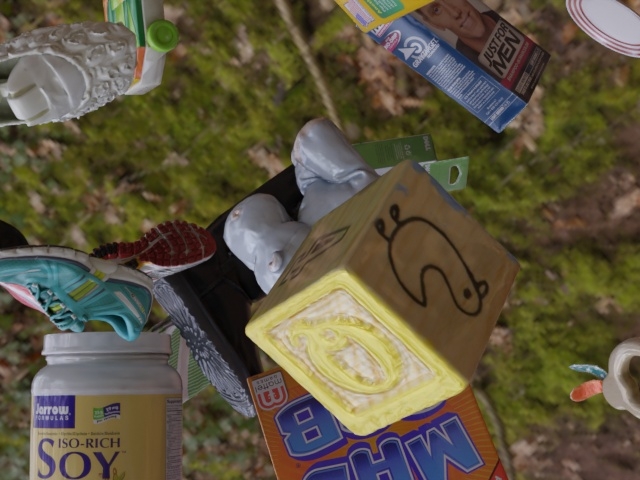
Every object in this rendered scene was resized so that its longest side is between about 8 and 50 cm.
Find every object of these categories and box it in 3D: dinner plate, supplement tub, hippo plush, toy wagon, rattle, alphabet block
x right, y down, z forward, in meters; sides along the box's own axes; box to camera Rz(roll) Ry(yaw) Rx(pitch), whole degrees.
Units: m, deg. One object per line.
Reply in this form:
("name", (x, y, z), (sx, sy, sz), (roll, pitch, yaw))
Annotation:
("dinner plate", (0.398, -0.297, 1.511), (0.141, 0.017, 0.141), (35, 172, 6))
("supplement tub", (-0.339, 0.315, 1.771), (0.241, 0.241, 0.331), (36, -128, -78))
("hippo plush", (0.000, 0.000, 1.607), (0.294, 0.236, 0.234), (43, 166, 24))
("toy wagon", (-0.345, -0.448, 2.054), (0.267, 0.068, 0.344), (-7, 89, 64))
("rattle", (0.478, 0.191, 1.634), (0.130, 0.143, 0.199), (54, 152, -1))
("alphabet block", (0.070, 0.064, 1.224), (0.192, 0.193, 0.197), (42, -134, -11))

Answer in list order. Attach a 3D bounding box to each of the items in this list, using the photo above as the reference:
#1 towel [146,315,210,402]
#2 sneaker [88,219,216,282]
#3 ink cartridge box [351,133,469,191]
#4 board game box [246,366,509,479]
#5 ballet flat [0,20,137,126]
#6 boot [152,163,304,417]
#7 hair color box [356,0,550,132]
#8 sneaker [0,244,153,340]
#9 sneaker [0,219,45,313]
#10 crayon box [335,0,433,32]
("towel", (-0.283, 0.243, 2.262), (0.038, 0.248, 0.325), (18, -153, 21))
("sneaker", (-0.292, 0.029, 1.941), (0.093, 0.225, 0.088), (86, 171, -68))
("ink cartridge box", (0.147, -0.126, 1.935), (0.109, 0.209, 0.062), (84, 177, -60))
("board game box", (0.118, 0.393, 1.969), (0.356, 0.356, 0.356), (70, 180, -64))
("ballet flat", (-0.450, -0.200, 1.566), (0.147, 0.409, 0.147), (-11, -90, -81))
("boot", (-0.072, 0.075, 2.191), (0.146, 0.445, 0.367), (-4, 119, 59))
("hair color box", (0.258, -0.383, 2.131), (0.347, 0.105, 0.174), (35, -131, -5))
("sneaker", (-0.352, 0.071, 1.554), (0.275, 0.110, 0.107), (19, 162, -37))
("sneaker", (-0.640, 0.072, 2.331), (0.314, 0.116, 0.136), (43, 147, -25))
("crayon box", (0.069, -0.356, 1.221), (0.203, 0.083, 0.323), (44, 164, -15))
